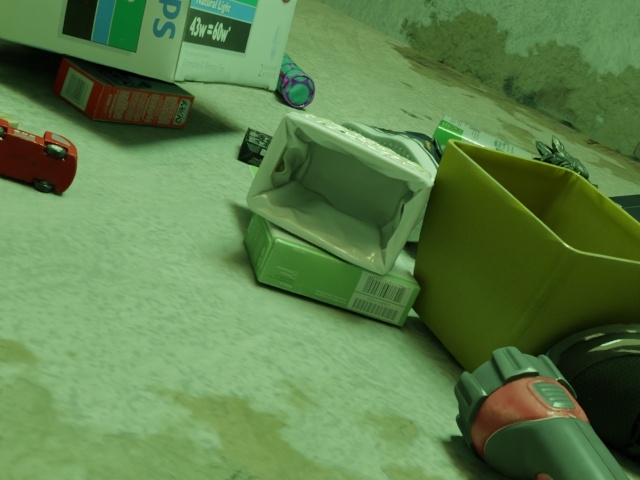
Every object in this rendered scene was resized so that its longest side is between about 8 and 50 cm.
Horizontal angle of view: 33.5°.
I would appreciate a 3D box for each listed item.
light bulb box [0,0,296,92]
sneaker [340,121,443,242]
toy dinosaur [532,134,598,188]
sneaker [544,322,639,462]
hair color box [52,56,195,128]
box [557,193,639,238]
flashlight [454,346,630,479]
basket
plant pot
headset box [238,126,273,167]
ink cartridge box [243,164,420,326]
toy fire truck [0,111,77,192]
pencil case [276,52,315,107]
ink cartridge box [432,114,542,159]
[{"bbox_3d":[-0.257,-0.352,1.446,0.361,0.225,0.358,17,10,16],"label":"light bulb box"},{"bbox_3d":[0.130,-0.088,1.494,0.127,0.126,0.321,9,21,-25],"label":"sneaker"},{"bbox_3d":[0.336,-0.029,1.633,0.322,0.164,0.218,42,33,-3],"label":"toy dinosaur"},{"bbox_3d":[0.373,0.184,1.028,0.341,0.125,0.139,19,23,-8],"label":"sneaker"},{"bbox_3d":[-0.262,-0.197,1.425,0.093,0.053,0.167,33,19,30],"label":"hair color box"},{"bbox_3d":[0.462,0.091,1.317,0.312,0.179,0.343,33,19,26],"label":"box"},{"bbox_3d":[0.193,0.201,0.805,0.103,0.103,0.304,53,6,-31],"label":"flashlight"},{"bbox_3d":[0.025,-0.055,1.110,0.167,0.113,0.103,27,16,4],"label":"basket"},{"bbox_3d":[0.218,0.040,1.117,0.212,0.187,0.212,10,28,-38],"label":"plant pot"},{"bbox_3d":[-0.080,-0.127,1.490,0.062,0.032,0.083,22,17,-9],"label":"headset box"},{"bbox_3d":[0.000,0.000,1.190,0.171,0.056,0.235,18,17,-18],"label":"ink cartridge box"},{"bbox_3d":[-0.345,-0.115,1.091,0.192,0.047,0.135,18,17,-21],"label":"toy fire truck"},{"bbox_3d":[-0.060,-0.296,1.952,0.070,0.064,0.151,32,11,-31],"label":"pencil case"},{"bbox_3d":[0.296,-0.139,1.917,0.208,0.087,0.153,25,17,5],"label":"ink cartridge box"}]
